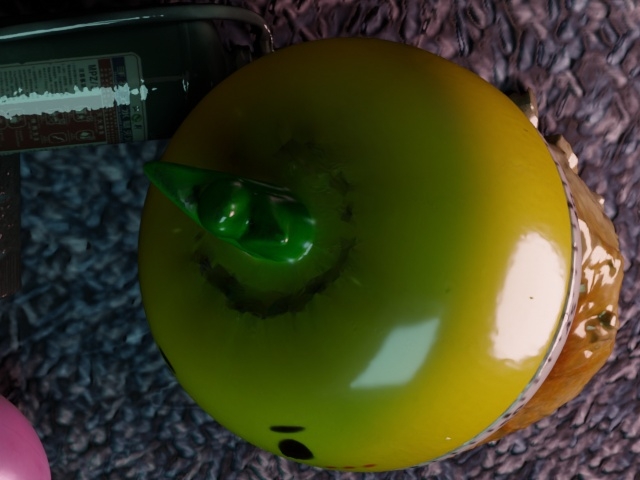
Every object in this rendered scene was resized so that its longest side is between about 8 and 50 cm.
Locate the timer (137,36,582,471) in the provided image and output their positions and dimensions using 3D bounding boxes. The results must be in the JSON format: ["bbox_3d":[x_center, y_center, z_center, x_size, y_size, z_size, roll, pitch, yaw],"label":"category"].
[{"bbox_3d":[0.000,0.000,0.848,0.285,0.285,0.285,-7,133,-8],"label":"timer"}]

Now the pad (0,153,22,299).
[{"bbox_3d":[-0.280,0.013,0.978,0.211,0.003,0.143,-29,135,-43],"label":"pad"}]

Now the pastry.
[{"bbox_3d":[0.091,0.051,1.118,0.330,0.136,0.329,-8,133,-9],"label":"pastry"}]

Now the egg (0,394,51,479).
[{"bbox_3d":[-0.335,0.180,1.095,0.271,0.196,0.196,11,129,-17],"label":"egg"}]

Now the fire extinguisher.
[{"bbox_3d":[-0.140,-0.105,0.946,0.294,0.093,0.118,-6,137,-9],"label":"fire extinguisher"}]
